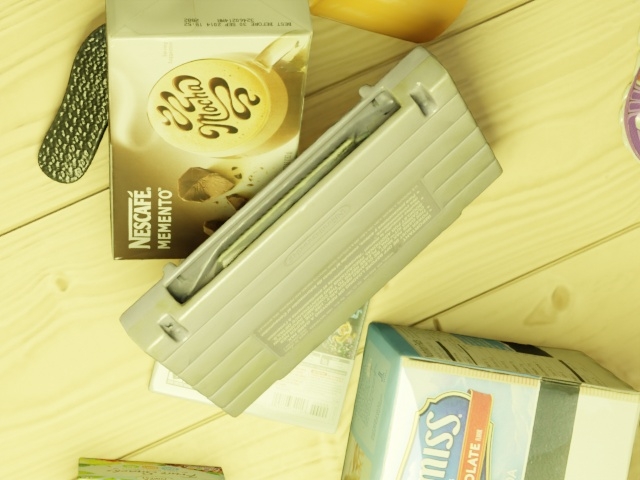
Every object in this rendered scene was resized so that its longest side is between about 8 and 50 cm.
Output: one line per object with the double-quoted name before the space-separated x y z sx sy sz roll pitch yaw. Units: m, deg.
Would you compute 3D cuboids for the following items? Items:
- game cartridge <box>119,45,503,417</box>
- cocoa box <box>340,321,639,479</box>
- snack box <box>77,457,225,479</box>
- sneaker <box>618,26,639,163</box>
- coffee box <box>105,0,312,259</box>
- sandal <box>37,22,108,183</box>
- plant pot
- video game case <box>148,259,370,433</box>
"game cartridge" 0.000 0.000 1.596 0.355 0.230 0.068 -42 66 -1
"cocoa box" 0.135 0.271 1.649 0.228 0.231 0.347 9 94 -7
"snack box" -0.162 0.237 1.676 0.141 0.100 0.037 4 95 -8
"sneaker" 0.334 -0.153 1.712 0.068 0.071 0.170 4 96 -7
"coffee box" -0.105 -0.116 1.552 0.168 0.297 0.119 -1 52 -8
"sandal" -0.213 -0.137 1.668 0.067 0.040 0.179 31 106 -3
"plant pot" 0.043 -0.278 1.612 0.188 0.205 0.205 24 93 -24
"video game case" -0.055 0.085 1.714 0.190 0.022 0.173 14 94 -7
